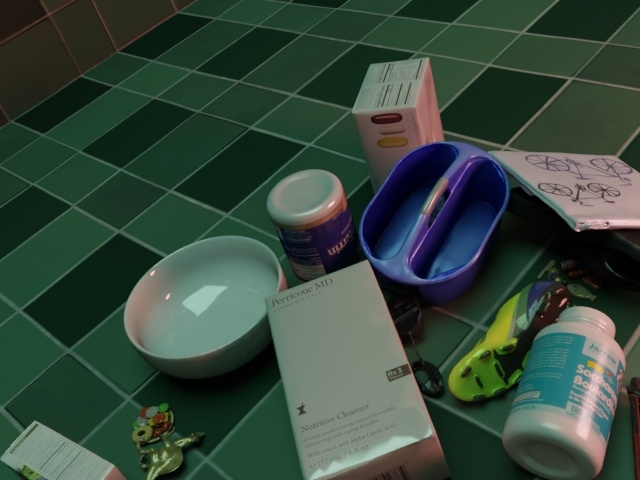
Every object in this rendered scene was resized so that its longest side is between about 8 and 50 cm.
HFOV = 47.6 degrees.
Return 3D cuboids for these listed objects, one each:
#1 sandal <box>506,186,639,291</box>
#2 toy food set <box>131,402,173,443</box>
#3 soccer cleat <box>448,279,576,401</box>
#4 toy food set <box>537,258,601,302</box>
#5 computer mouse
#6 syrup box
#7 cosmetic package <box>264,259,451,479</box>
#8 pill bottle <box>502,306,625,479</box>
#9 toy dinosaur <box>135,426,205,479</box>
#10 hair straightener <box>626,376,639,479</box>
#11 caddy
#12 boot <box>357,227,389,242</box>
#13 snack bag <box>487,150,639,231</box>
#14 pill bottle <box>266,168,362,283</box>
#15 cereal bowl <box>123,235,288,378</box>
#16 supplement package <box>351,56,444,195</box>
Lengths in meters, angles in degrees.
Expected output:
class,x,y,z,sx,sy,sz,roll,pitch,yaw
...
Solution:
class,x,y,z,sx,sy,sz,roll,pitch,yaw
sandal,0.536,0.009,1.352,0.168,0.106,0.446,-8,25,-33
toy food set,-0.322,0.350,1.391,0.083,0.020,0.082,-19,39,2
soccer cleat,0.329,0.178,1.286,0.289,0.093,0.121,-40,13,-16
toy food set,0.480,0.068,1.379,0.122,0.019,0.078,23,56,40
computer mouse,0.180,0.193,1.353,0.071,0.041,0.242,-33,44,16
syrup box,-0.456,0.422,1.307,0.237,0.093,0.096,13,50,33
cosmetic package,0.052,0.239,1.235,0.217,0.156,0.384,-22,45,1
pill bottle,0.388,0.229,1.134,0.146,0.146,0.264,7,47,29
toy dinosaur,-0.292,0.395,1.302,0.093,0.053,0.183,19,53,36
hair straightener,0.517,0.291,1.099,0.089,0.047,0.230,-3,38,19
caddy,0.226,-0.042,1.430,0.241,0.179,0.341,24,66,23
boot,0.166,-0.038,1.591,0.190,0.069,0.086,-33,47,-14
snack bag,0.537,-0.095,1.405,0.323,0.037,0.342,0,28,-18
pill bottle,0.000,0.000,1.467,0.153,0.264,0.153,-11,42,10
cereal bowl,-0.218,0.150,1.482,0.339,0.141,0.338,-12,41,10
supplement package,0.188,-0.249,1.674,0.145,0.261,0.204,-2,43,21
